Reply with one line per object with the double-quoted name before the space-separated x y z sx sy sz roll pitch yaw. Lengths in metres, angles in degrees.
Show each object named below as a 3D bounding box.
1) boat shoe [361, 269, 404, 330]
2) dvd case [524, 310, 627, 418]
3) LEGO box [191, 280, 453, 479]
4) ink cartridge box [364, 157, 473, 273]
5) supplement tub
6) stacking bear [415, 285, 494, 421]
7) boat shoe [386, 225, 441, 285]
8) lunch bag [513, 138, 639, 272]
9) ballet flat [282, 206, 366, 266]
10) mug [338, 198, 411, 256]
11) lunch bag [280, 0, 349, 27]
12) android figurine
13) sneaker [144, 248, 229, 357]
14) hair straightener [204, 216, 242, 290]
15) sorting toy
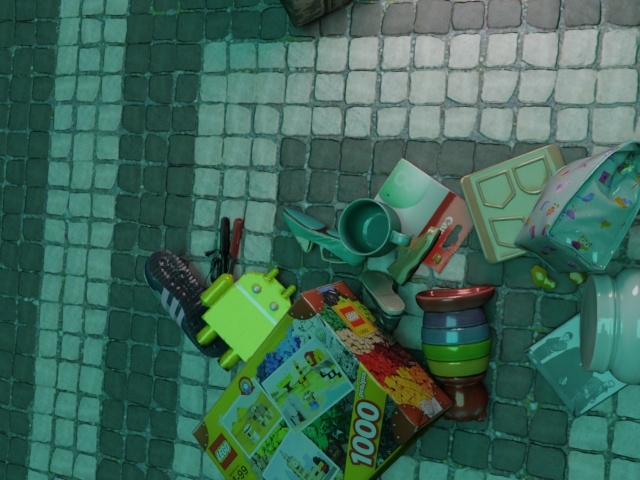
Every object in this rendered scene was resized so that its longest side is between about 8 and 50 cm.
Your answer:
"boat shoe" 0.139 0.134 1.662 0.075 0.206 0.065 -1 115 -13
"dvd case" 0.589 0.242 1.547 0.239 0.029 0.179 -40 76 16
"LEGO box" -0.010 0.402 1.635 0.372 0.193 0.500 47 118 20
"ink cartridge box" 0.232 -0.056 1.683 0.225 0.056 0.181 38 103 19
"supplement tub" 0.676 0.169 1.382 0.316 0.228 0.228 4 91 11
"stacking bear" 0.306 0.257 1.600 0.175 0.164 0.289 -6 92 22
"boat shoe" 0.204 0.027 1.646 0.072 0.068 0.190 40 131 10
"lunch bag" 0.535 -0.072 1.443 0.160 0.223 0.262 34 84 -1
"ballet flat" 0.000 0.000 1.761 0.247 0.083 0.087 24 107 21
"mug" 0.126 -0.015 1.639 0.129 0.097 0.158 -42 66 18
"lunch bag" -0.014 -0.694 1.706 0.256 0.212 0.305 -28 82 2
"android figurine" -0.180 0.190 1.809 0.273 0.056 0.248 -44 81 0
"sneaker" -0.353 0.171 1.903 0.319 0.112 0.131 58 151 0
"hair straightener" -0.259 0.050 1.889 0.089 0.047 0.230 9 97 22
"sorting toy" 0.464 -0.033 1.600 0.229 0.041 0.307 -19 82 16
